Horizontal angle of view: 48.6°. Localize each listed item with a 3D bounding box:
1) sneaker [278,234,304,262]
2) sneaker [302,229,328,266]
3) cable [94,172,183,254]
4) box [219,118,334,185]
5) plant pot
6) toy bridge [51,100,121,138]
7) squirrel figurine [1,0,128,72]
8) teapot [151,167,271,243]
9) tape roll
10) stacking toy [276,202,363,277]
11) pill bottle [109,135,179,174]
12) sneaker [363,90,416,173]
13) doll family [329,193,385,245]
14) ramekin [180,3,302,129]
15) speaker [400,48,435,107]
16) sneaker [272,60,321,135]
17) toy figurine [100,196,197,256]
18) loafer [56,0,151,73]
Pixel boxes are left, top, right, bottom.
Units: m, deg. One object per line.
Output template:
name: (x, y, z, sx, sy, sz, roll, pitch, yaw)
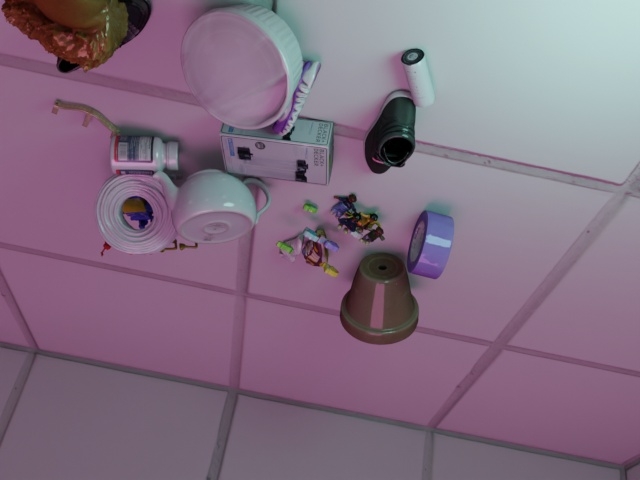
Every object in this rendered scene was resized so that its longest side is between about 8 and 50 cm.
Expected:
sneaker: (-0.095, 0.025, 2.310, 0.061, 0.054, 0.152, 21, 146, -10)
sneaker: (-0.021, 0.029, 2.280, 0.083, 0.070, 0.185, 0, 145, 6)
cable: (-0.525, -0.081, 2.057, 0.257, 0.257, 0.089, 7, -171, -4)
box: (-0.111, -0.244, 1.880, 0.289, 0.087, 0.169, 8, 147, 4)
plant pot: (0.194, 0.170, 2.307, 0.263, 0.263, 0.229, 5, 128, 8)
toy bridge: (-0.637, -0.337, 1.945, 0.188, 0.026, 0.063, 23, 144, -20)
squirrel figurine: (-0.579, -0.529, 1.409, 0.370, 0.281, 0.397, 11, 137, 12)
teapot: (-0.297, -0.116, 1.988, 0.252, 0.187, 0.256, -17, 154, 15)
tape roll: (0.317, 0.013, 2.051, 0.080, 0.189, 0.189, 15, 147, -5)
stacking toy: (0.000, 0.000, 2.169, 0.221, 0.052, 0.167, 27, 108, -22)
pill bottle: (-0.487, -0.236, 1.970, 0.180, 0.108, 0.108, 1, 147, -8)
sneaker: (0.165, -0.224, 1.779, 0.104, 0.147, 0.296, 12, 148, -5)
doll family: (0.113, -0.065, 2.100, 0.193, 0.076, 0.111, 26, 148, -17)
ramekin: (-0.164, -0.394, 1.572, 0.272, 0.127, 0.273, 14, 129, 18)
speaker: (0.226, -0.370, 1.625, 0.055, 0.055, 0.136, -4, 144, 21)
sneaker: (-0.083, -0.356, 1.711, 0.104, 0.095, 0.236, 23, 141, -6)
toy figurine: (-0.546, -0.095, 2.149, 0.362, 0.191, 0.217, -2, 140, 17)
loafer: (-0.507, -0.471, 1.644, 0.302, 0.095, 0.109, -18, 137, 36)
